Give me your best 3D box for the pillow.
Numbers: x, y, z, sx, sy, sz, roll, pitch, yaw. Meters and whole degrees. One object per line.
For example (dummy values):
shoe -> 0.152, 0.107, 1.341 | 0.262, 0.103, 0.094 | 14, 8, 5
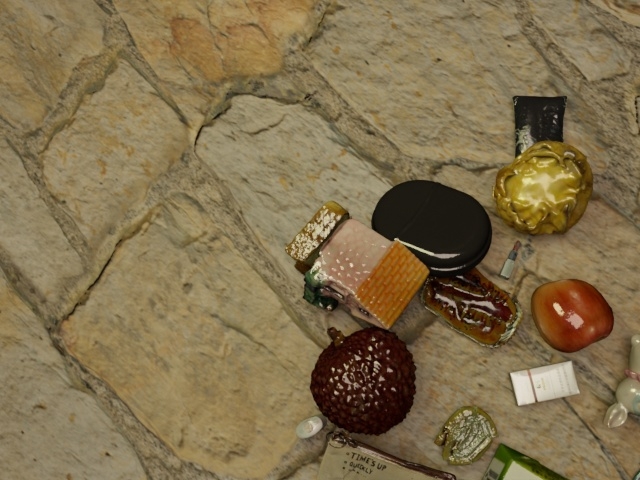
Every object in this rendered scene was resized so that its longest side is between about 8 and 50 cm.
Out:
pillow -> 0.575, -0.282, 1.797 | 0.141, 0.055, 0.208 | 2, 82, 9

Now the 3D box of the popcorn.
popcorn -> 0.556, -0.121, 1.699 | 0.250, 0.190, 0.250 | 3, 108, 10

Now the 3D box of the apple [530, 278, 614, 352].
apple -> 0.601, 0.177, 1.655 | 0.199, 0.199, 0.199 | -1, 79, 7

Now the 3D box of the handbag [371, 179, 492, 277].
handbag -> 0.281, -0.039, 1.727 | 0.308, 0.093, 0.253 | 25, 64, 23

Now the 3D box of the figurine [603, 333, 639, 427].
figurine -> 0.781, 0.358, 1.626 | 0.155, 0.127, 0.235 | 23, 88, 1

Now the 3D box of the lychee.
lychee -> 0.100, 0.324, 1.634 | 0.264, 0.264, 0.300 | -29, 104, 1

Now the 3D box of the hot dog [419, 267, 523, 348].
hot dog -> 0.378, 0.155, 1.728 | 0.270, 0.082, 0.162 | 35, 87, 11

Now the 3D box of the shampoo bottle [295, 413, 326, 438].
shampoo bottle -> -0.024, 0.465, 1.707 | 0.072, 0.099, 0.043 | -29, 78, 0

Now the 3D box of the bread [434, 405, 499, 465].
bread -> 0.357, 0.483, 1.677 | 0.117, 0.064, 0.156 | 38, 85, 13

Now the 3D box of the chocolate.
chocolate -> 0.491, 0.679, 1.587 | 0.289, 0.137, 0.300 | 28, 84, 11

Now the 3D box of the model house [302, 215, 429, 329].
model house -> 0.109, 0.114, 1.670 | 0.237, 0.237, 0.202 | 31, 63, 14

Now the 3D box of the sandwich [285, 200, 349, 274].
sandwich -> 0.000, 0.000, 1.732 | 0.065, 0.214, 0.186 | 39, 85, 13

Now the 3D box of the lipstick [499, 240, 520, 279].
lipstick -> 0.492, 0.048, 1.762 | 0.025, 0.025, 0.107 | 22, 77, 10

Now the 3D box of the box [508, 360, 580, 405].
box -> 0.552, 0.353, 1.690 | 0.154, 0.040, 0.083 | -13, 81, 5

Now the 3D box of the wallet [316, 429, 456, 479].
wallet -> 0.135, 0.598, 1.621 | 0.335, 0.068, 0.274 | 20, 116, -1

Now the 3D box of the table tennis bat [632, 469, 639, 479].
table tennis bat -> 0.834, 0.571, 1.621 | 0.201, 0.033, 0.124 | -41, 79, 1
